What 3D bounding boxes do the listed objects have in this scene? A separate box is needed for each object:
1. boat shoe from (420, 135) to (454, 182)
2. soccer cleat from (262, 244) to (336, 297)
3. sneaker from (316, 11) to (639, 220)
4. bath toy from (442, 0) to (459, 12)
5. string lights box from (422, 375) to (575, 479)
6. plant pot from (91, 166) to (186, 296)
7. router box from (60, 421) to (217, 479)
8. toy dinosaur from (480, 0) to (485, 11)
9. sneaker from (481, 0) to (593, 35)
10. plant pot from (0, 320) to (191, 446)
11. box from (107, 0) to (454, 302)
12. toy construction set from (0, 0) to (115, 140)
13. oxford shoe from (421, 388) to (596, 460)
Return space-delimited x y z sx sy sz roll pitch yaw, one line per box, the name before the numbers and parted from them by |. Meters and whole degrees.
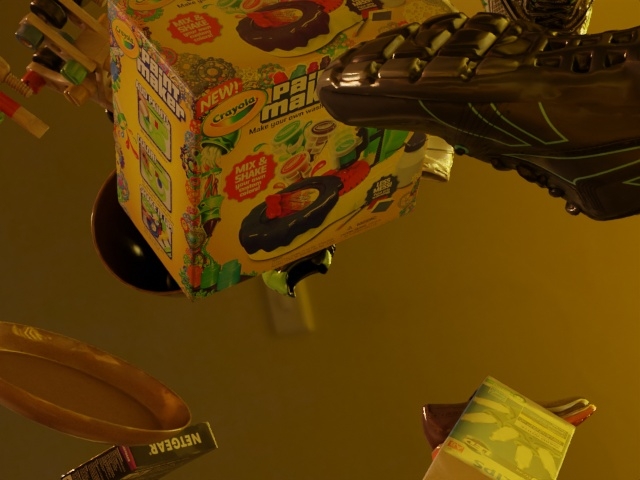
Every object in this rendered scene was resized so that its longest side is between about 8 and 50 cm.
boat shoe | 0.132 -0.132 1.944 0.096 0.088 0.267 -4 179 39
soccer cleat | 0.000 0.000 1.480 0.179 0.060 0.072 -48 -130 -7
sneaker | 0.122 -0.060 0.602 0.267 0.106 0.101 5 -148 26
bath toy | 0.168 -0.432 1.580 0.129 0.348 0.151 7 -169 -4
string lights box | 0.215 0.265 1.375 0.133 0.077 0.259 30 -160 11
plant pot | -0.198 -0.003 1.698 0.215 0.215 0.230 -13 165 5
router box | -0.247 0.305 1.580 0.133 0.046 0.179 -31 165 27
toy dinosaur | 0.250 -0.397 1.719 0.064 0.112 0.211 -20 -160 -30
sneaker | 0.247 -0.300 1.274 0.134 0.146 0.344 -3 143 7
plant pot | -0.239 0.140 1.098 0.236 0.032 0.236 24 -175 -2
box | -0.048 -0.132 1.186 0.290 0.177 0.279 -23 143 -25
toy construction set | -0.363 -0.242 1.759 0.257 0.237 0.309 -52 -178 46
oxford shoe | 0.266 0.241 1.600 0.271 0.098 0.097 -7 152 -28
